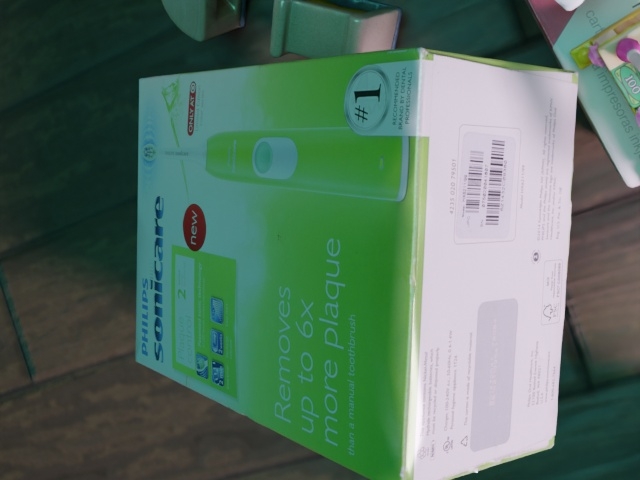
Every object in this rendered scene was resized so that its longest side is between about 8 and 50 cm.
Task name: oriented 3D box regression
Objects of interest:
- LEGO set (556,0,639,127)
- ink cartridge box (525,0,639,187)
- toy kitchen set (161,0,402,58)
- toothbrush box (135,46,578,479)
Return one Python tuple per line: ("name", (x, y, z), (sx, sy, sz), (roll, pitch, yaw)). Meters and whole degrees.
("LEGO set", (0.228, -0.043, 0.374), (0.287, 0.107, 0.132), (32, 116, -6))
("ink cartridge box", (0.245, -0.191, 0.432), (0.283, 0.117, 0.207), (-28, 105, 20))
("toy kitchen set", (-0.010, -0.242, 0.569), (0.166, 0.122, 0.207), (18, 121, 17))
("toothbrush box", (0.000, 0.000, 0.500), (0.283, 0.122, 0.206), (11, 101, 52))
